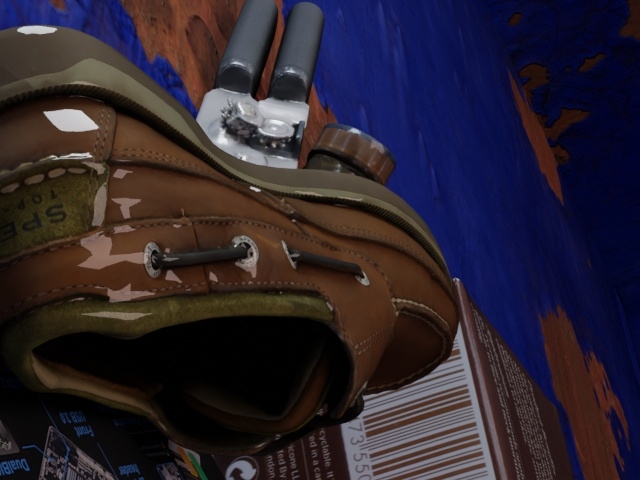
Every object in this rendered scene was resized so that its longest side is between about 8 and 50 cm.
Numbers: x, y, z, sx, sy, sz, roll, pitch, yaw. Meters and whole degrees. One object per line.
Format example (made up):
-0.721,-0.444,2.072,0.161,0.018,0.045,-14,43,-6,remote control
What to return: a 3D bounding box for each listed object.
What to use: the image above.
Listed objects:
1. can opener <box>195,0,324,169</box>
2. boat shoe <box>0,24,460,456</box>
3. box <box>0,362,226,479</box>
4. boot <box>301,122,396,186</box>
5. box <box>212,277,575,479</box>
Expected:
-0.045,-0.096,1.099,0.280,0.074,0.093,-81,-177,-58,can opener
-0.032,0.032,0.567,0.307,0.110,0.104,22,39,-54,boat shoe
-0.103,0.100,0.486,0.293,0.073,0.295,59,12,11,box
0.000,0.000,1.136,0.106,0.082,0.219,-61,169,-16,boot
0.050,0.156,0.889,0.203,0.167,0.169,50,25,-53,box
